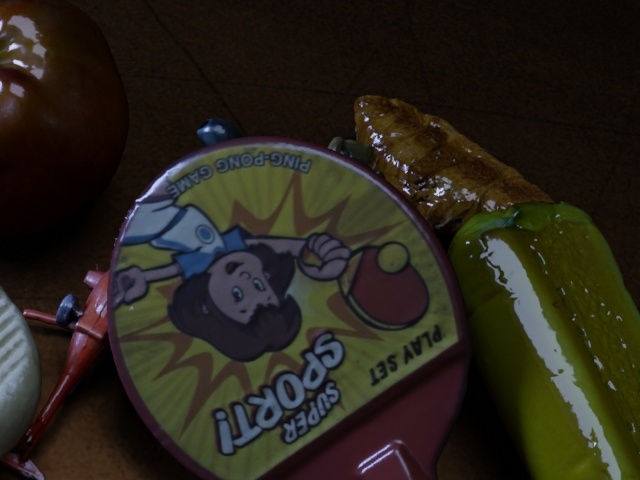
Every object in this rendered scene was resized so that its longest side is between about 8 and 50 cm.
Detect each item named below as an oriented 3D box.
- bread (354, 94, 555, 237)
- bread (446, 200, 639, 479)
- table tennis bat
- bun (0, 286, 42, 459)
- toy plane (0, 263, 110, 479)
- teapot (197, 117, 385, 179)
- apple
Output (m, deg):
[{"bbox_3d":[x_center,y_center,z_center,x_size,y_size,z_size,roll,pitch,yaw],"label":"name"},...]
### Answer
[{"bbox_3d":[0.115,-0.047,1.463,0.233,0.076,0.105,33,42,21],"label":"bread"},{"bbox_3d":[0.219,0.146,1.305,0.166,0.112,0.383,-9,66,-43],"label":"bread"},{"bbox_3d":[0.005,0.110,1.246,0.268,0.051,0.414,-35,91,6],"label":"table tennis bat"},{"bbox_3d":[-0.319,0.109,1.231,0.222,0.127,0.222,13,37,-10],"label":"bun"},{"bbox_3d":[-0.200,0.091,1.296,0.126,0.077,0.194,43,62,15],"label":"toy plane"},{"bbox_3d":[0.000,0.000,1.325,0.269,0.182,0.173,38,43,-6],"label":"teapot"},{"bbox_3d":[-0.268,-0.111,1.338,0.234,0.234,0.234,6,54,-8],"label":"apple"}]
